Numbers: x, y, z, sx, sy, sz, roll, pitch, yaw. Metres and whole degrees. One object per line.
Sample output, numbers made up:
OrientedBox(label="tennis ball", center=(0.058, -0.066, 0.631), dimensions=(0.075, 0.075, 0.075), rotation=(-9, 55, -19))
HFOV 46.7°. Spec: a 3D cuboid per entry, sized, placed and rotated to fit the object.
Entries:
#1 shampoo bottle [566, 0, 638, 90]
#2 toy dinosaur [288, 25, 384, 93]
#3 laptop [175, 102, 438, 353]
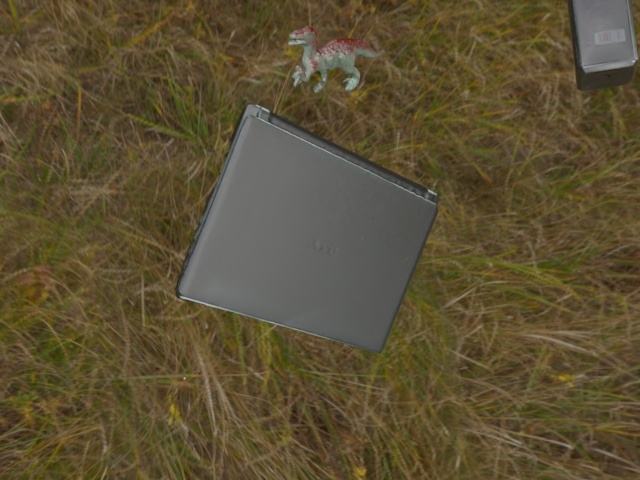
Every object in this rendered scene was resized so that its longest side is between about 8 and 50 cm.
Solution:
OrientedBox(label="shampoo bottle", center=(0.382, -0.337, 1.024), dimensions=(0.080, 0.079, 0.246), rotation=(-5, 79, 17))
OrientedBox(label="toy dinosaur", center=(0.036, -0.332, 1.317), dimensions=(0.242, 0.167, 0.053), rotation=(-26, 58, -27))
OrientedBox(label="laptop", center=(0.000, 0.000, 0.501), dimensions=(0.180, 0.016, 0.129), rotation=(21, 91, -36))
